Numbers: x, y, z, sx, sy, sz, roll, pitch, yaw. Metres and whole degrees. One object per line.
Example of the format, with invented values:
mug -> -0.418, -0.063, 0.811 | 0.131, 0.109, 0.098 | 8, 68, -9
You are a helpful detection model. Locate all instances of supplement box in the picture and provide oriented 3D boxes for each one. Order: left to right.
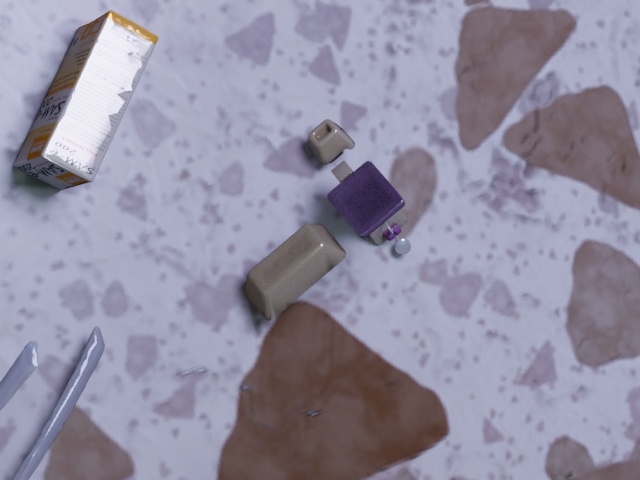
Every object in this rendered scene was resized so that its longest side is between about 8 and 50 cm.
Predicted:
supplement box -> -0.140, -0.082, 1.187 | 0.036, 0.062, 0.098 | 28, 74, -20

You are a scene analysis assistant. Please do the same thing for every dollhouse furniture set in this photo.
dollhouse furniture set -> 0.000, 0.000, 1.273 | 0.114, 0.091, 0.081 | -40, 145, 1

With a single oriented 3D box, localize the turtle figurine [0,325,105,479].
turtle figurine -> -0.211, 0.185, 1.061 | 0.275, 0.198, 0.266 | -7, 88, -20
